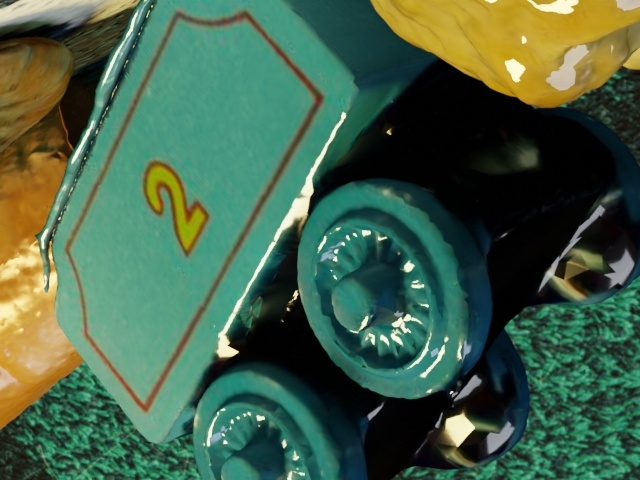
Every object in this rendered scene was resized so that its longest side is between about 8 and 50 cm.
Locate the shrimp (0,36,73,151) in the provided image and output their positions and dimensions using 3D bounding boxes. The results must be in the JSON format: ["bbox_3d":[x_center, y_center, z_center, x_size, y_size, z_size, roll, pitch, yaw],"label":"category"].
[{"bbox_3d":[-0.252,-0.023,0.901,0.296,0.058,0.169,-28,173,9],"label":"shrimp"}]

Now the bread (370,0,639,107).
[{"bbox_3d":[0.103,-0.117,0.494,0.244,0.134,0.244,-17,176,-1],"label":"bread"}]

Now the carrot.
[{"bbox_3d":[-0.200,0.013,1.188,0.254,0.196,0.196,-32,177,32],"label":"carrot"}]

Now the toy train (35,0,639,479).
[{"bbox_3d":[0.000,0.000,0.974,0.188,0.265,0.300,-23,154,-42],"label":"toy train"}]
